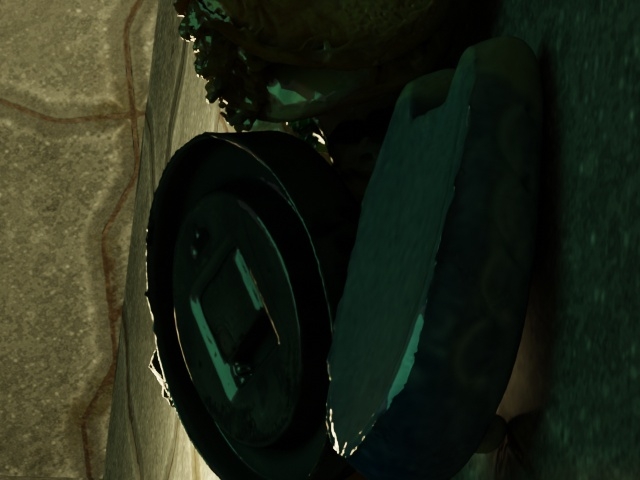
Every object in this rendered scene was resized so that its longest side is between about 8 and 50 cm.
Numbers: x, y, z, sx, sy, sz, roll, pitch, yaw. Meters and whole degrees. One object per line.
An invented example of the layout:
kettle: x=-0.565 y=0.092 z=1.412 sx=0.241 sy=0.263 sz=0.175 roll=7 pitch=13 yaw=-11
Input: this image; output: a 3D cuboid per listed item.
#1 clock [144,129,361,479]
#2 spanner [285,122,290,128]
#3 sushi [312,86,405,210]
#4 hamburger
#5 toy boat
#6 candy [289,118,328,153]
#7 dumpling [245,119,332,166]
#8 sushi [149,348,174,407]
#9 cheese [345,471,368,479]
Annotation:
clock: x=-0.050 y=0.062 z=1.576 sx=0.319 sy=0.066 sz=0.319 roll=25 pitch=120 yaw=53
spanner: x=-0.021 y=-0.127 z=2.100 sx=0.325 sy=0.040 sz=0.096 roll=103 pitch=164 yaw=-44
sushi: x=0.055 y=-0.086 z=1.591 sx=0.109 sy=0.134 sz=0.273 roll=81 pitch=168 yaw=-66
hamburger: x=0.005 y=-0.217 z=1.505 sx=0.286 sy=0.243 sz=0.146 roll=-57 pitch=-24 yaw=-12
toy boat: x=0.103 y=0.023 z=1.358 sx=0.215 sy=0.123 sz=0.330 roll=158 pitch=127 yaw=-68
candy: x=0.021 y=-0.127 z=1.804 sx=0.141 sy=0.078 sz=0.203 roll=-57 pitch=37 yaw=36
dumpling: x=0.000 y=0.000 z=1.668 sx=0.258 sy=0.147 sz=0.193 roll=67 pitch=171 yaw=-12
sushi: x=-0.051 y=0.091 z=1.868 sx=0.200 sy=0.204 sz=0.213 roll=-23 pitch=102 yaw=51
cheese: x=0.042 y=0.198 z=1.624 sx=0.171 sy=0.126 sz=0.093 roll=-40 pitch=39 yaw=49
